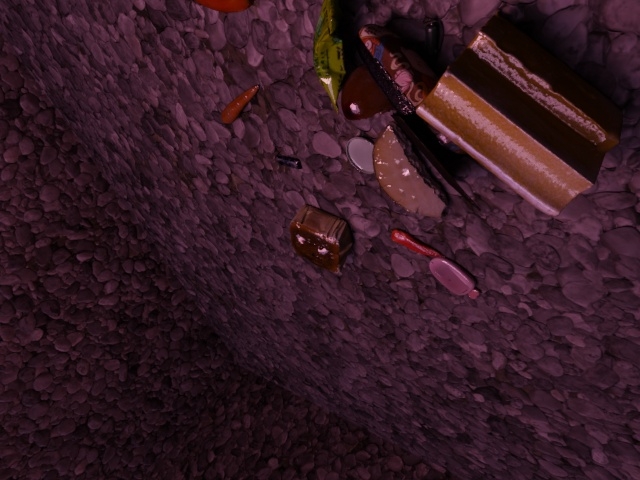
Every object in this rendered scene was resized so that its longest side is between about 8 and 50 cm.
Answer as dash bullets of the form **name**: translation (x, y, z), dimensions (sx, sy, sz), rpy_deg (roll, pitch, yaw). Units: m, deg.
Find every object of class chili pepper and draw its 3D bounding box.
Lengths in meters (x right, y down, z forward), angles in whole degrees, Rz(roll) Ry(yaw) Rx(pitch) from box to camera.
- **chili pepper**: translation (0.269, 0.013, 1.310), dimensions (0.178, 0.027, 0.045), rpy_deg (28, 145, 20)

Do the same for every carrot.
- **carrot**: translation (-0.238, -0.406, 1.365), dimensions (0.048, 0.048, 0.216), rpy_deg (51, 143, -13)

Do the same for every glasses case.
- **glasses case**: translation (0.179, -0.288, 0.879), dimensions (0.082, 0.122, 0.321), rpy_deg (-46, 71, 41)

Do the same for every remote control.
- **remote control**: translation (-0.100, -0.242, 1.430), dimensions (0.096, 0.014, 0.039), rpy_deg (20, 143, 34)

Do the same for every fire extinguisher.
- **fire extinguisher**: translation (0.216, -0.389, 0.883), dimensions (0.037, 0.025, 0.083), rpy_deg (-7, 134, 6)

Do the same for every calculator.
- **calculator**: translation (0.380, 0.108, 1.302), dimensions (0.166, 0.024, 0.103), rpy_deg (40, 149, 6)

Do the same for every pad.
- **pad**: translation (0.220, -0.173, 0.933), dimensions (0.004, 0.330, 0.220), rpy_deg (-41, 99, 15)

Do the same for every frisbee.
- **frisbee**: translation (0.115, -0.224, 1.208), dimensions (0.110, 0.014, 0.110), rpy_deg (28, 145, 22)

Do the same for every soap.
- **soap**: translation (0.327, -0.210, 0.755), dimensions (0.281, 0.259, 0.143), rpy_deg (39, 143, 1)

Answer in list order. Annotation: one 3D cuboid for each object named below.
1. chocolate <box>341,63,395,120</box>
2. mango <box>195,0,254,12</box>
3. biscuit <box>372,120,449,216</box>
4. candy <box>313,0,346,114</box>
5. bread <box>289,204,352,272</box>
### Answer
- **chocolate**: translation (0.107, -0.313, 0.996), dimensions (0.124, 0.133, 0.127), rpy_deg (-13, 121, 50)
- **mango**: translation (-0.264, -0.619, 1.053), dimensions (0.289, 0.129, 0.146), rpy_deg (35, 148, 28)
- **biscuit**: translation (0.205, -0.151, 1.137), dimensions (0.141, 0.038, 0.290), rpy_deg (-17, 122, 45)
- **candy**: translation (0.017, -0.402, 0.995), dimensions (0.069, 0.149, 0.246), rpy_deg (-7, 143, 1)
- **bread**: translation (-0.002, 0.000, 1.523), dimensions (0.209, 0.110, 0.192), rpy_deg (27, 147, 24)
